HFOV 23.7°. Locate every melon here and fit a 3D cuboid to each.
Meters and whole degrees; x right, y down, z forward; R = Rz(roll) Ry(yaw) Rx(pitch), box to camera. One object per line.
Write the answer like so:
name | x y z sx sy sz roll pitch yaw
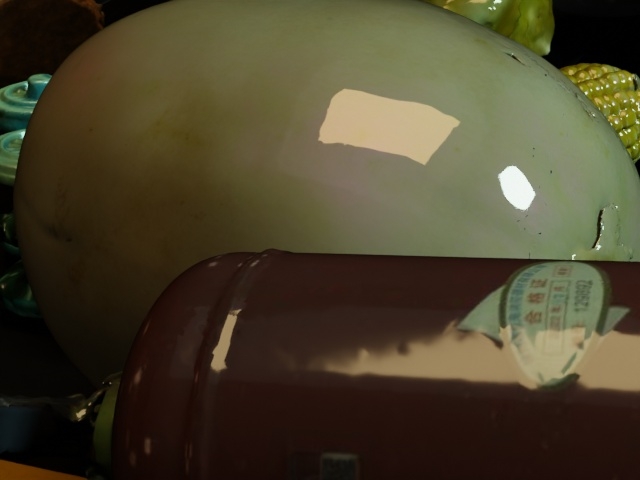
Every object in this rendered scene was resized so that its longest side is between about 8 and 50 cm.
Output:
melon | 0.000 0.000 0.672 0.317 0.223 0.223 16 34 41

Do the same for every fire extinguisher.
fire extinguisher | 0.048 0.060 0.424 0.337 0.114 0.135 1 -7 20

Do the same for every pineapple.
pineapple | -0.250 -0.208 1.284 0.119 0.130 0.277 -2 22 -18

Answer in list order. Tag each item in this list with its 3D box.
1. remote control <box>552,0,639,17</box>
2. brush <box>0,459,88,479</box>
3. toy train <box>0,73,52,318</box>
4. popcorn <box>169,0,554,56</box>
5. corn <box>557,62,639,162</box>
remote control | 0.303 -0.249 1.149 0.332 0.104 0.221 -13 -17 7
brush | -0.187 0.112 0.733 0.272 0.013 0.103 8 30 27
toy train | -0.118 -0.033 0.909 0.163 0.112 0.203 -5 26 -9
popcorn | 0.022 -0.191 1.006 0.282 0.247 0.282 -41 16 14
corn | 0.104 -0.053 0.921 0.238 0.080 0.080 -18 27 -23
